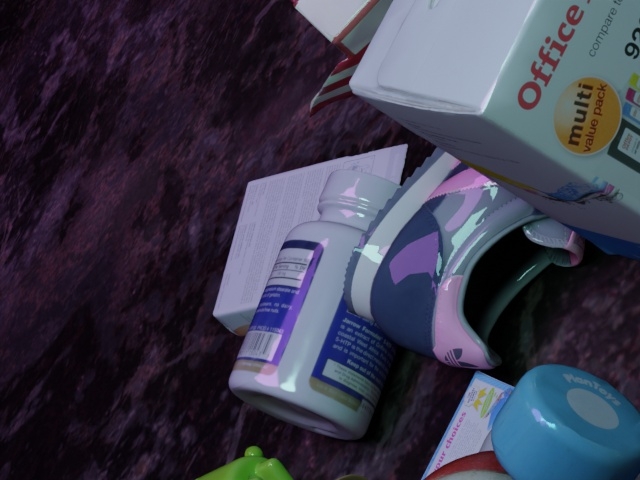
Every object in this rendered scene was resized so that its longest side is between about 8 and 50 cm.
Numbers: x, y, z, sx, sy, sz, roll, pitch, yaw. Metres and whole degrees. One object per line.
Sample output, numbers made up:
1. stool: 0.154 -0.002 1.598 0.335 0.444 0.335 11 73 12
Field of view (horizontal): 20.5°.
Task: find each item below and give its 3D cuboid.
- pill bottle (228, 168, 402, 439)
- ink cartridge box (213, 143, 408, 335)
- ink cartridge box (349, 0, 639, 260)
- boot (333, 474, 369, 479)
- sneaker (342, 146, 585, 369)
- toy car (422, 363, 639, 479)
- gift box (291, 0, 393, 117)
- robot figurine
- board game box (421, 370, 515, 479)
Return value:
1. pill bottle: 0.013 0.047 1.343 0.112 0.112 0.186 -4 61 59
2. ink cartridge box: 0.000 0.000 1.515 0.179 0.045 0.145 -10 53 35
3. ink cartridge box: 0.175 -0.104 1.070 0.171 0.233 0.168 -63 26 -4
4. boot: -0.038 0.249 1.286 0.197 0.073 0.152 -62 22 -8
5. sneaker: 0.157 -0.049 1.231 0.131 0.112 0.319 34 89 34
6. toy car: 0.154 0.161 0.963 0.219 0.210 0.238 -63 -5 27
7. gift box: 0.061 -0.226 1.307 0.276 0.255 0.258 -50 62 10
8. robot figurine: -0.066 0.208 1.374 0.115 0.067 0.101 -30 12 45
9. board game box: 0.103 0.169 1.161 0.154 0.026 0.103 -63 27 -3
